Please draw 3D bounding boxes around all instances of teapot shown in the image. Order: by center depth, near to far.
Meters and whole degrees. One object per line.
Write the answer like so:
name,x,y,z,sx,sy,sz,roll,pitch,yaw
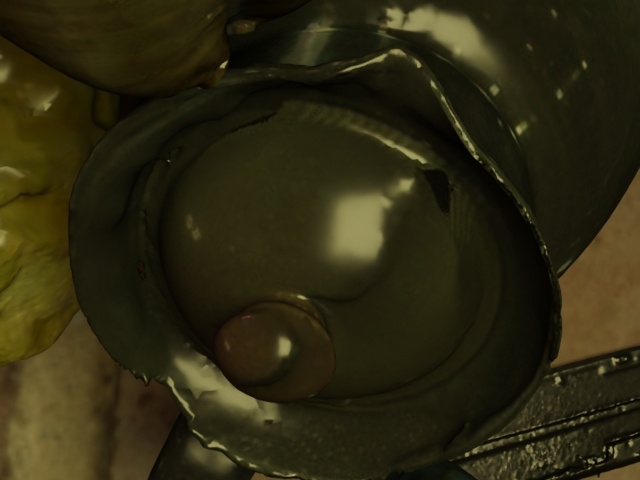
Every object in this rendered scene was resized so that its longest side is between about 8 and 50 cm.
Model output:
teapot,-0.011,-0.019,0.636,0.223,0.305,0.285,51,33,-18

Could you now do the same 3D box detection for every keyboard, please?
keyboard,0.092,0.107,0.819,0.198,0.010,0.063,-13,92,-15

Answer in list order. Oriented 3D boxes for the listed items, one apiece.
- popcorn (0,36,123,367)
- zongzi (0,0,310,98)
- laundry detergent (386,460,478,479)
popcorn,-0.190,-0.049,0.647,0.233,0.192,0.266,27,72,-11
zongzi,-0.056,-0.257,0.547,0.393,0.174,0.356,-44,63,-14
laundry detergent,0.097,0.246,0.778,0.143,0.094,0.290,-44,107,-10
